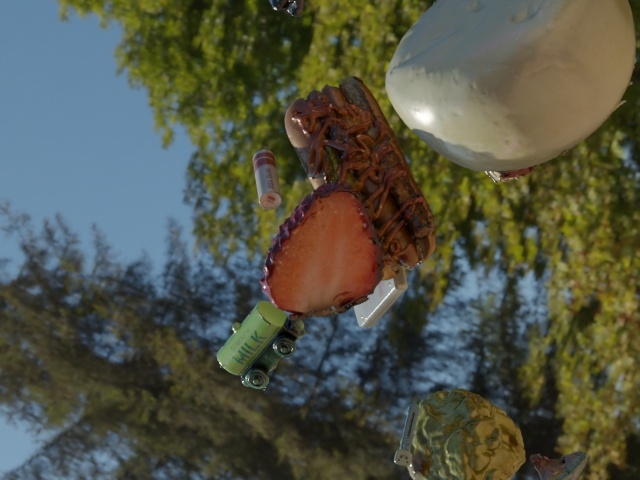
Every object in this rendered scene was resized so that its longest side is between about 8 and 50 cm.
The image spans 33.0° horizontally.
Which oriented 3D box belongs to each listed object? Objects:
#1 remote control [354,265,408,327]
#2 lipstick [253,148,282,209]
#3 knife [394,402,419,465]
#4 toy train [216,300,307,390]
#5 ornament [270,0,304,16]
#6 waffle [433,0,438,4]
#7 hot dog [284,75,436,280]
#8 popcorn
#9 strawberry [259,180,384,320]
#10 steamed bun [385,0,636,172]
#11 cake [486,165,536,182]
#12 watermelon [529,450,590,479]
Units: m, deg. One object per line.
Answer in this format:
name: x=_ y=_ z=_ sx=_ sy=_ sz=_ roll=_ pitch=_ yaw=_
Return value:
remote control: x=0.098 y=0.080 z=1.824 sx=0.190 sy=0.029 sz=0.087 roll=123 pitch=140 yaw=-57
lipstick: x=-0.089 y=-0.103 z=1.791 sx=0.130 sy=0.038 sz=0.038 roll=-103 pitch=11 yaw=-53
knife: x=0.134 y=0.294 z=1.636 sx=0.010 sy=0.027 sz=0.096 roll=151 pitch=134 yaw=-72
toy train: x=-0.148 y=0.250 z=2.621 sx=0.253 sy=0.157 sz=0.105 roll=-50 pitch=8 yaw=35
ornament: x=-0.046 y=-0.588 z=2.168 sx=0.202 sy=0.080 sz=0.236 roll=-102 pitch=29 yaw=-63
waffle: x=0.374 y=-0.733 z=2.799 sx=0.309 sy=0.291 sz=0.056 roll=-19 pitch=-23 yaw=-3
hot dog: x=0.064 y=-0.105 z=1.723 sx=0.158 sy=0.348 sz=0.117 roll=-24 pitch=-17 yaw=0
popcorn: x=0.239 y=0.370 z=1.846 sx=0.217 sy=0.235 sz=0.181 roll=-38 pitch=-32 yaw=28
strawberry: x=0.000 y=0.000 z=1.620 sx=0.190 sy=0.111 sz=0.236 roll=-1 pitch=-57 yaw=-17
steamed bun: x=0.268 y=-0.222 z=1.493 sx=0.233 sy=0.334 sz=0.312 roll=53 pitch=-123 yaw=-26
cake: x=0.260 y=-0.173 z=1.775 sx=0.086 sy=0.221 sz=0.116 roll=110 pitch=-177 yaw=-80
watermelon: x=0.443 y=0.415 z=1.953 sx=0.101 sy=0.080 sz=0.155 roll=-40 pitch=-41 yaw=1
